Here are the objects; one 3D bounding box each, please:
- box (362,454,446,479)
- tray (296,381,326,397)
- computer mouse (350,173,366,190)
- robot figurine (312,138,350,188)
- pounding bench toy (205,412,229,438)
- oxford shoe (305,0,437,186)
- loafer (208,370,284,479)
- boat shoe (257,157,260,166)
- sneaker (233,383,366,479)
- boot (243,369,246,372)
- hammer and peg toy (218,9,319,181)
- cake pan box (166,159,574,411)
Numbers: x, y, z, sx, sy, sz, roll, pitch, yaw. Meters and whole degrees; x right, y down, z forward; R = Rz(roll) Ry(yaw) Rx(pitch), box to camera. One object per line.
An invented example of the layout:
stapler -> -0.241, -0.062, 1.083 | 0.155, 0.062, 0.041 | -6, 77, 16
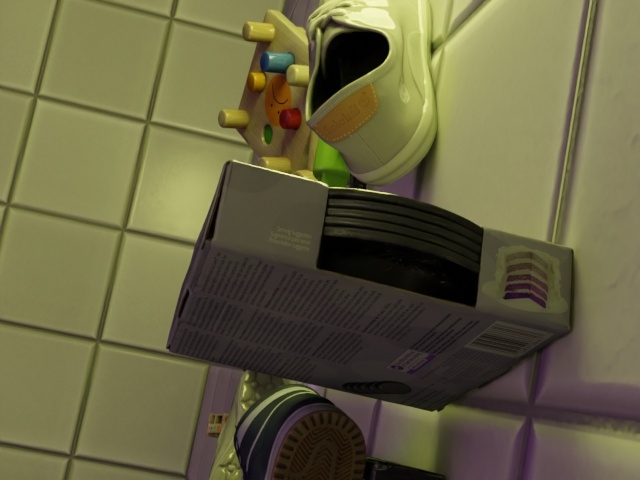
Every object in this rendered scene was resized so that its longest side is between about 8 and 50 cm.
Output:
box -> 0.018, 0.345, 0.876 | 0.295, 0.073, 0.294 | 146, 135, -75
tray -> 0.005, 0.109, 1.376 | 0.145, 0.030, 0.271 | -137, 60, -80
computer mouse -> 0.073, -0.127, 1.261 | 0.193, 0.042, 0.106 | 104, 177, -46
robot figurine -> 0.026, -0.128, 1.450 | 0.101, 0.067, 0.115 | 135, 147, -71
pounding bench toy -> -0.204, 0.423, 2.154 | 0.065, 0.083, 0.052 | -11, 65, 45
oxford shoe -> 0.045, -0.246, 1.159 | 0.169, 0.130, 0.449 | -37, 33, 26
loafer -> -0.124, 0.366, 1.594 | 0.111, 0.112, 0.320 | 107, 179, -52
boat shoe -> -0.089, -0.105, 2.014 | 0.102, 0.108, 0.301 | -122, 42, -83
sneaker -> -0.047, 0.261, 0.837 | 0.153, 0.099, 0.282 | -148, 79, -74
boot -> -0.098, 0.151, 1.776 | 0.112, 0.115, 0.305 | 163, 101, -64
hammer and peg toy -> -0.040, -0.233, 1.708 | 0.361, 0.127, 0.266 | 50, 131, 43
cake pan box -> 0.021, 0.048, 0.705 | 0.267, 0.245, 0.070 | 121, 159, -64
